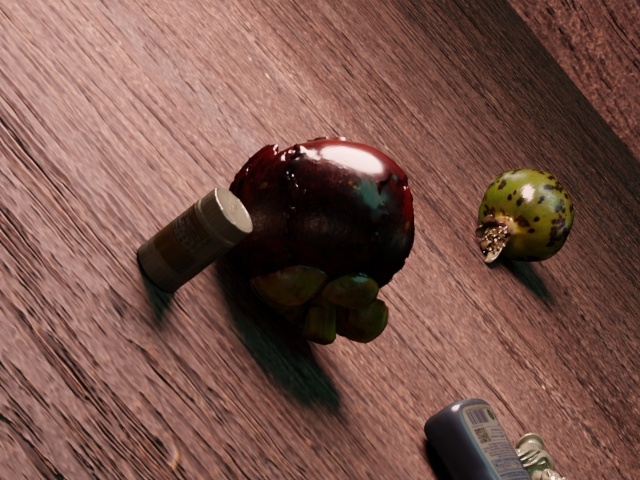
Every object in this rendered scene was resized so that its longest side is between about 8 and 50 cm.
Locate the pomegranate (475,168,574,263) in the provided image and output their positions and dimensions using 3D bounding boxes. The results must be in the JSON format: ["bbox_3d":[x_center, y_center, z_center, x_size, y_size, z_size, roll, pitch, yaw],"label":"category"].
[{"bbox_3d":[0.244,-0.024,2.208,0.161,0.122,0.122,-33,85,-42],"label":"pomegranate"}]

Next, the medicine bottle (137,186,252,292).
[{"bbox_3d":[-0.098,-0.001,1.388,0.047,0.083,0.047,44,21,-22],"label":"medicine bottle"}]

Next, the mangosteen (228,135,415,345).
[{"bbox_3d":[0.000,0.000,1.525,0.166,0.166,0.180,21,62,-57],"label":"mangosteen"}]

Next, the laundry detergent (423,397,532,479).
[{"bbox_3d":[0.170,0.242,1.610,0.206,0.061,0.096,60,13,22],"label":"laundry detergent"}]

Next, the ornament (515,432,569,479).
[{"bbox_3d":[0.219,0.231,1.780,0.092,0.041,0.068,54,11,35],"label":"ornament"}]
